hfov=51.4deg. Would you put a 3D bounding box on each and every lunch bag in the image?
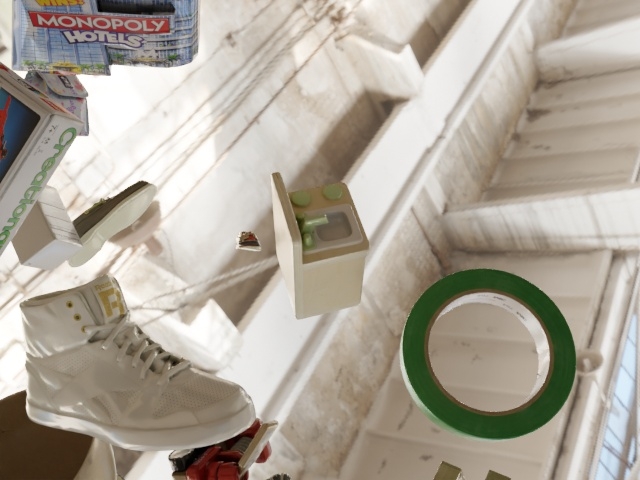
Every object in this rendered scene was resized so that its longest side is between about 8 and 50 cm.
[{"bbox_3d":[-0.323,-0.170,0.817,0.053,0.083,0.071,-1,-176,20],"label":"lunch bag"}]

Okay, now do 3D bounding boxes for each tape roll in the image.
[{"bbox_3d":[0.313,0.215,1.265,0.321,0.077,0.322,-1,-111,2],"label":"tape roll"}]

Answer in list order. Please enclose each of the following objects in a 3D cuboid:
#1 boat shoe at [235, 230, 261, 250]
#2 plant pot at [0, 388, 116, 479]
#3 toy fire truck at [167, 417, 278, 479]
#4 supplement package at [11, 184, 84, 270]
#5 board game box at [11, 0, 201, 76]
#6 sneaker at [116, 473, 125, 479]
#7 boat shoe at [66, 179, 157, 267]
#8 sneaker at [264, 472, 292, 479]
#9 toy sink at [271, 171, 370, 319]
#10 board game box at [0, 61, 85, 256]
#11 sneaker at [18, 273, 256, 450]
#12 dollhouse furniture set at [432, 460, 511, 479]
[{"bbox_3d":[-0.159,0.001,1.467,0.137,0.049,0.043,-179,-81,-73],"label":"boat shoe"},{"bbox_3d":[-0.407,0.376,0.941,0.284,0.191,0.284,-13,-146,9],"label":"plant pot"},{"bbox_3d":[-0.165,0.433,1.383,0.246,0.159,0.217,-11,-170,28],"label":"toy fire truck"},{"bbox_3d":[-0.648,-0.036,1.534,0.105,0.105,0.179,-34,-108,9],"label":"supplement package"},{"bbox_3d":[-0.211,-0.229,0.628,0.194,0.060,0.194,1,164,-10],"label":"board game box"},{"bbox_3d":[-0.394,0.452,1.202,0.135,0.052,0.058,3,-138,30],"label":"sneaker"},{"bbox_3d":[-0.565,-0.063,1.745,0.091,0.109,0.305,38,-110,18],"label":"boat shoe"},{"bbox_3d":[-0.132,0.513,1.313,0.169,0.068,0.071,-30,-169,-19],"label":"sneaker"},{"bbox_3d":[0.000,0.000,1.121,0.131,0.234,0.153,-13,-127,-9],"label":"toy sink"},{"bbox_3d":[-0.356,-0.027,0.547,0.305,0.193,0.053,-55,172,6],"label":"board game box"},{"bbox_3d":[-0.213,0.123,0.725,0.292,0.169,0.108,1,-167,20],"label":"sneaker"},{"bbox_3d":[0.313,0.549,1.247,0.242,0.212,0.161,13,-125,36],"label":"dollhouse furniture set"}]
